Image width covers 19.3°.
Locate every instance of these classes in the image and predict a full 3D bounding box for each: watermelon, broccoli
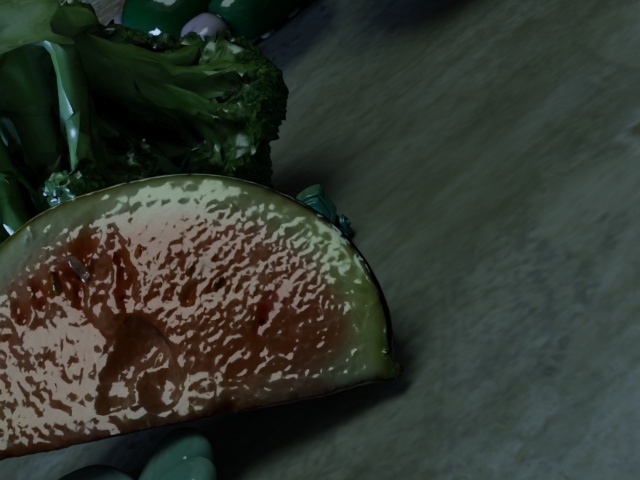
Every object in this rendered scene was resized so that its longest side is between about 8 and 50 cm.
[{"bbox_3d":[-0.097,0.058,1.174,0.303,0.128,0.159,-13,67,10],"label":"watermelon"},{"bbox_3d":[-0.171,-0.059,1.323,0.308,0.275,0.308,-5,47,5],"label":"broccoli"}]

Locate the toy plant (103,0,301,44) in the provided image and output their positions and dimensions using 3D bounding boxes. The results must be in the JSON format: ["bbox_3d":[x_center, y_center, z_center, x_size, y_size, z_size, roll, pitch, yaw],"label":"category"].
[{"bbox_3d":[-0.095,-0.223,1.694,0.233,0.112,0.243,-12,28,40],"label":"toy plant"}]

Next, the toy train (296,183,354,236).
[{"bbox_3d":[0.000,0.000,1.247,0.029,0.045,0.092,-29,22,20],"label":"toy train"}]

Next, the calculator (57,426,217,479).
[{"bbox_3d":[-0.171,0.218,1.082,0.295,0.042,0.184,-40,24,-3],"label":"calculator"}]
